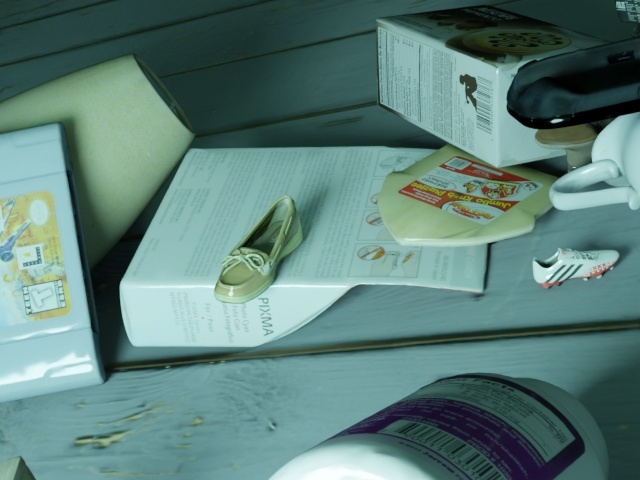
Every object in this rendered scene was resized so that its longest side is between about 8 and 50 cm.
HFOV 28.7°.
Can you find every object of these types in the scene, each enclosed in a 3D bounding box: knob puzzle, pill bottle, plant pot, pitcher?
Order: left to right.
[{"bbox_3d":[-0.300,-0.100,1.533,0.274,0.256,0.256,-37,27,5],"label":"plant pot"},{"bbox_3d":[0.087,0.179,0.804,0.169,0.169,0.301,-8,2,28],"label":"pill bottle"},{"bbox_3d":[0.147,-0.034,1.337,0.213,0.030,0.213,-4,31,2],"label":"knob puzzle"},{"bbox_3d":[0.326,-0.065,1.205,0.177,0.125,0.207,-32,18,-4],"label":"pitcher"}]

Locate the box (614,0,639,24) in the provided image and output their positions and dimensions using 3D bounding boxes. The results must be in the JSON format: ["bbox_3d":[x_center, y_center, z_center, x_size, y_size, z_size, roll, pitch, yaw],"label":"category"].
[{"bbox_3d":[0.412,-0.261,1.269,0.184,0.045,0.191,-13,13,0],"label":"box"}]

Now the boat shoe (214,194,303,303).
[{"bbox_3d":[-0.064,0.010,1.280,0.056,0.048,0.153,11,36,27],"label":"boat shoe"}]

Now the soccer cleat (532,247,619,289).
[{"bbox_3d":[0.244,0.020,1.198,0.083,0.036,0.029,-17,28,14],"label":"soccer cleat"}]

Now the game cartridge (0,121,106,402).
[{"bbox_3d":[-0.357,0.030,1.381,0.198,0.297,0.062,-11,-8,-3],"label":"game cartridge"}]

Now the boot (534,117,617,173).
[{"bbox_3d":[0.276,-0.098,1.330,0.118,0.087,0.042,-15,59,-12],"label":"boot"}]

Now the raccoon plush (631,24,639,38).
[{"bbox_3d":[0.557,-0.294,1.448,0.299,0.216,0.446,12,73,27],"label":"raccoon plush"}]

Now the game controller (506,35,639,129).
[{"bbox_3d":[0.338,-0.159,1.187,0.319,0.067,0.166,-13,23,2],"label":"game controller"}]

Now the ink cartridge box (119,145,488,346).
[{"bbox_3d":[0.000,0.000,1.416,0.385,0.091,0.308,1,32,10],"label":"ink cartridge box"}]

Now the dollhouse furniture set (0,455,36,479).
[{"bbox_3d":[-0.254,0.262,0.995,0.129,0.184,0.129,-19,27,9],"label":"dollhouse furniture set"}]

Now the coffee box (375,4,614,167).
[{"bbox_3d":[0.202,-0.190,1.470,0.168,0.119,0.297,-11,23,-20],"label":"coffee box"}]
